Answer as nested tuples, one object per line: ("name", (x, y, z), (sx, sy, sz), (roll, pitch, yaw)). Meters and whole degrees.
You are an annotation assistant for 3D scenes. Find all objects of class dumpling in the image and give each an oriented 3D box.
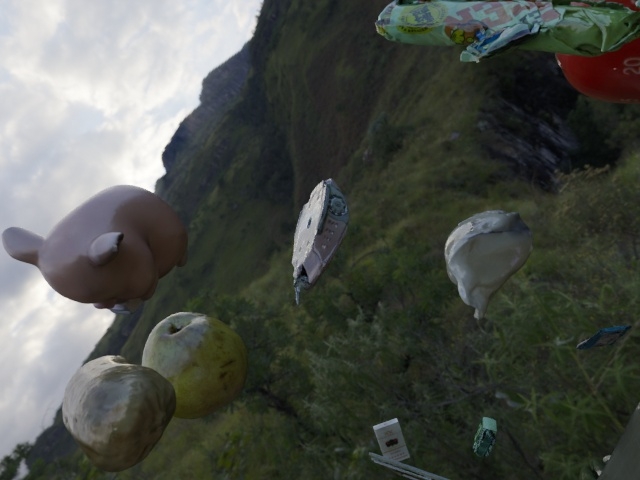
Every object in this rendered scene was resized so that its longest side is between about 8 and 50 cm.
("dumpling", (0.387, 0.053, 1.055), (0.318, 0.187, 0.243), (-11, -81, -60))

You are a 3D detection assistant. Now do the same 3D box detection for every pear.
("pear", (-0.369, 0.351, 1.337), (0.304, 0.303, 0.304), (-55, -1, -1))

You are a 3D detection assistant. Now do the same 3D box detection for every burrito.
("burrito", (0.179, -0.223, 0.490), (0.104, 0.287, 0.054), (-54, -33, -33))

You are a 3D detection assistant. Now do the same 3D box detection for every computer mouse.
("computer mouse", (0.006, 0.001, 1.282), (0.199, 0.114, 0.390), (138, 147, -60))

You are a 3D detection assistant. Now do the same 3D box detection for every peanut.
("peanut", (-0.282, 0.228, 0.643), (0.253, 0.137, 0.122), (-4, 77, 53))

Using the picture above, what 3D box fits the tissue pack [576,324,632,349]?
("tissue pack", (0.738, 0.251, 1.206), (0.028, 0.137, 0.085), (63, 143, 40))

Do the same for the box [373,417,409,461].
("box", (0.250, 0.708, 1.625), (0.089, 0.167, 0.024), (-20, 19, -1))

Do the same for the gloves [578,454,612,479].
("gloves", (0.493, 0.480, 0.812), (0.268, 0.135, 0.107), (-33, -2, -33))

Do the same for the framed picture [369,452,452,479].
("framed picture", (0.231, 0.498, 0.955), (0.273, 0.216, 0.016), (56, -132, -51))

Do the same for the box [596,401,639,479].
("box", (0.336, 0.275, 0.352), (0.231, 0.148, 0.156), (-66, -20, -56))

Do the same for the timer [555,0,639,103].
("timer", (0.498, -0.388, 0.652), (0.377, 0.278, 0.379), (-15, -71, -53))

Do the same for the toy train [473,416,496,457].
("toy train", (0.347, 0.419, 0.977), (0.053, 0.033, 0.084), (-61, -18, -54))

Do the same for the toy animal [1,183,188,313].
("toy animal", (-0.355, 0.021, 0.797), (0.256, 0.194, 0.213), (-76, -16, -60))
